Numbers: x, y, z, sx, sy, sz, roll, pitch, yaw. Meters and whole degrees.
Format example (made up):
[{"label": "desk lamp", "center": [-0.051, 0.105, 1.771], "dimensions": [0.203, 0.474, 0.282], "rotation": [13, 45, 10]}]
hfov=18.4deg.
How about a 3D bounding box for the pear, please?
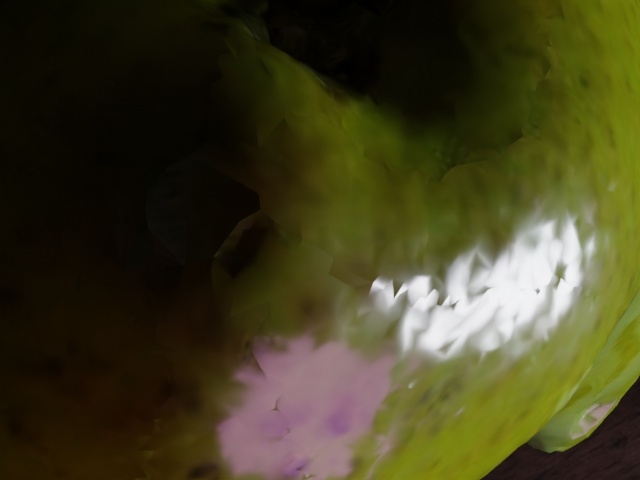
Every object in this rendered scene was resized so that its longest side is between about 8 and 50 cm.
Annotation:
[{"label": "pear", "center": [0.000, 0.000, 0.549], "dimensions": [0.286, 0.176, 0.282], "rotation": [-34, 172, 0]}]
